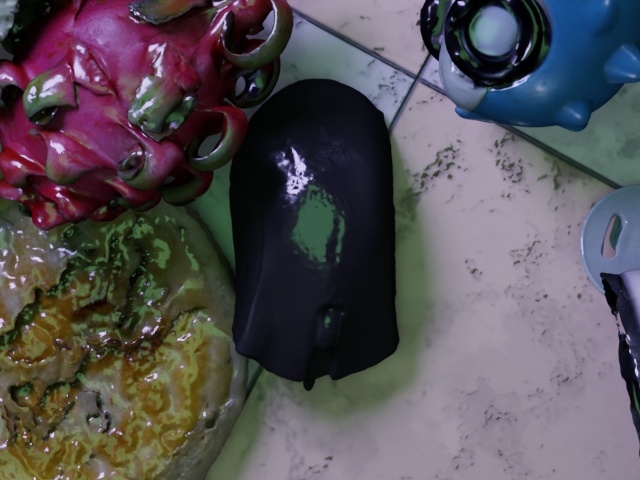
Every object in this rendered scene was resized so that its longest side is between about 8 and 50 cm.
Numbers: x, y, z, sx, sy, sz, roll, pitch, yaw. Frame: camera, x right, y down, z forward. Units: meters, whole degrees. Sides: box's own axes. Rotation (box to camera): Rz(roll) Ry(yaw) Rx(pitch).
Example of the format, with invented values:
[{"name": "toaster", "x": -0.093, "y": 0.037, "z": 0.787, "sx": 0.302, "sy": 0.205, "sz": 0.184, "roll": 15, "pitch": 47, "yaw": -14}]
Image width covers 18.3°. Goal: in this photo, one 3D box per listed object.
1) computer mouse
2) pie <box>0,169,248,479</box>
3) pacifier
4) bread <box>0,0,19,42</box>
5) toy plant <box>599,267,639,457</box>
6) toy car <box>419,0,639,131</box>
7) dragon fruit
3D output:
[{"name": "computer mouse", "x": 0.000, "y": 0.000, "z": 1.658, "sx": 0.147, "sy": 0.088, "sz": 0.264, "roll": -3, "pitch": 100, "yaw": -17}, {"name": "pie", "x": -0.218, "y": 0.093, "z": 1.701, "sx": 0.339, "sy": 0.077, "sz": 0.339, "roll": 0, "pitch": 92, "yaw": 0}, {"name": "pacifier", "x": 0.294, "y": 0.000, "z": 1.642, "sx": 0.150, "sy": 0.116, "sz": 0.126, "roll": 25, "pitch": 73, "yaw": 5}, {"name": "bread", "x": -0.358, "y": -0.257, "z": 1.560, "sx": 0.264, "sy": 0.239, "sz": 0.395, "roll": 26, "pitch": 100, "yaw": -26}, {"name": "toy plant", "x": 0.398, "y": 0.093, "z": 1.522, "sx": 0.332, "sy": 0.247, "sz": 0.247, "roll": -15, "pitch": 95, "yaw": 5}, {"name": "toy car", "x": 0.198, "y": -0.202, "z": 1.590, "sx": 0.190, "sy": 0.188, "sz": 0.255, "roll": 21, "pitch": 94, "yaw": -7}, {"name": "dragon fruit", "x": -0.139, "y": -0.120, "z": 1.599, "sx": 0.273, "sy": 0.218, "sz": 0.198, "roll": -9, "pitch": 118, "yaw": -1}]
